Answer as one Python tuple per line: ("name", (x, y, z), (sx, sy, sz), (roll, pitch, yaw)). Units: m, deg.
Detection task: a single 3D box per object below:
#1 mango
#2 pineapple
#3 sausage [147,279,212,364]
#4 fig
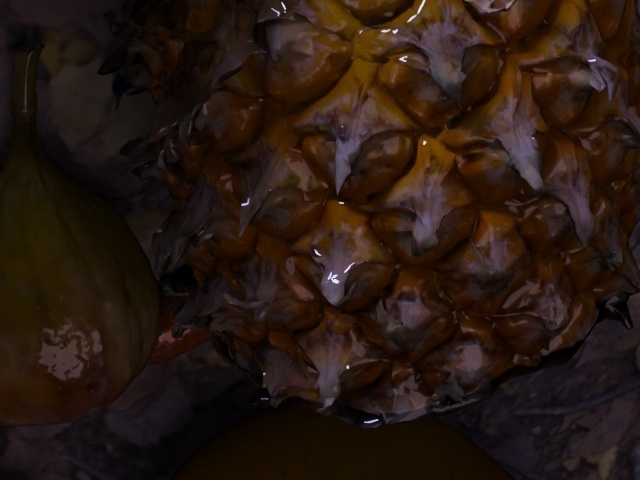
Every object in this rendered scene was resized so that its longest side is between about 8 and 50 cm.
("mango", (0.050, 0.285, 1.102), (0.446, 0.232, 0.300), (24, 105, -41))
("pineapple", (0.032, -0.090, 0.784), (0.352, 0.352, 0.300), (-21, 121, -10))
("sausage", (0.000, 0.000, 0.998), (0.348, 0.053, 0.053), (-29, 128, -4))
("fig", (-0.186, -0.002, 0.880), (0.159, 0.159, 0.257), (-6, 106, -20))
